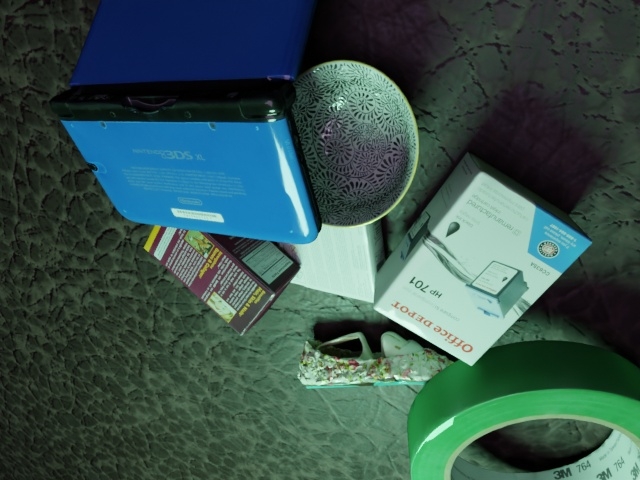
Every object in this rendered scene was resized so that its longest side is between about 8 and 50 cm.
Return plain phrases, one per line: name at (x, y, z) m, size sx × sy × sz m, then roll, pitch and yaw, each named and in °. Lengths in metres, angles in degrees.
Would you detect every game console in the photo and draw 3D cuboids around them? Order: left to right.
game console at (-0.125, -0.152, 0.528) m, size 0.293 × 0.173 × 0.250 m, roll 8°, pitch 136°, yaw 26°

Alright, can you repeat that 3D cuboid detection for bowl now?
bowl at (0.034, -0.103, 0.517) m, size 0.170 × 0.080 × 0.170 m, roll 6°, pitch 104°, yaw 26°

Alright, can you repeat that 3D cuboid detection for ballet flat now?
ballet flat at (0.074, 0.169, 0.675) m, size 0.241 × 0.091 × 0.077 m, roll -8°, pitch 83°, yaw 20°

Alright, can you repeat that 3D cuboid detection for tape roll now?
tape roll at (0.275, 0.269, 0.609) m, size 0.321 × 0.077 × 0.321 m, roll 3°, pitch 124°, yaw 5°

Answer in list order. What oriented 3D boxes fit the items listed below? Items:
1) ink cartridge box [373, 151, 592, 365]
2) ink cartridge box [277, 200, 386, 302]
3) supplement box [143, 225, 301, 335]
ink cartridge box at (0.166, 0.024, 0.525) m, size 0.139 × 0.082 × 0.191 m, roll 30°, pitch 113°, yaw -6°
ink cartridge box at (0.000, 0.000, 0.637) m, size 0.179 × 0.045 × 0.145 m, roll 11°, pitch 124°, yaw 37°
supplement box at (-0.135, 0.024, 0.654) m, size 0.188 × 0.081 × 0.104 m, roll 41°, pitch 125°, yaw 4°
